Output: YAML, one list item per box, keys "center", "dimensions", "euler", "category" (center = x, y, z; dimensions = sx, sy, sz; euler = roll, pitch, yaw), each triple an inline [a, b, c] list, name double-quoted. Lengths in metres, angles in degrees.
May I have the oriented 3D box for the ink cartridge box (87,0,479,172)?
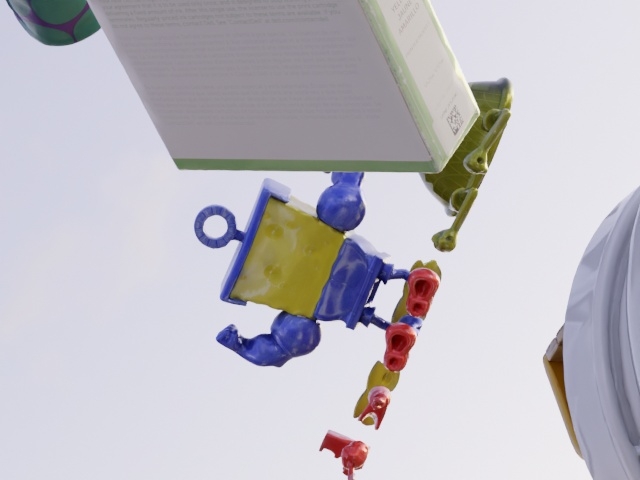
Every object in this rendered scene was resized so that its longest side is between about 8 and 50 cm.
- center: [-0.044, -0.133, 0.939]
  dimensions: [0.171, 0.235, 0.056]
  euler: [3, 44, 37]
  category: "ink cartridge box"

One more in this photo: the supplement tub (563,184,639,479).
- center: [0.254, 0.011, 0.660]
  dimensions: [0.241, 0.241, 0.331]
  euler: [-17, -10, -30]
  category: "supplement tub"

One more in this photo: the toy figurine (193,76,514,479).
- center: [0.000, 0.000, 1.664]
  dimensions: [0.191, 0.217, 0.363]
  euler: [-50, -18, -78]
  category: "toy figurine"

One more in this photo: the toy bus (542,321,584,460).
- center: [0.240, 0.077, 1.191]
  dimensions: [0.202, 0.104, 0.191]
  euler: [-28, -32, 19]
  category: "toy bus"

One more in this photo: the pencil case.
- center: [-0.165, -0.182, 1.161]
  dimensions: [0.070, 0.064, 0.152]
  euler: [-62, -17, -23]
  category: "pencil case"
